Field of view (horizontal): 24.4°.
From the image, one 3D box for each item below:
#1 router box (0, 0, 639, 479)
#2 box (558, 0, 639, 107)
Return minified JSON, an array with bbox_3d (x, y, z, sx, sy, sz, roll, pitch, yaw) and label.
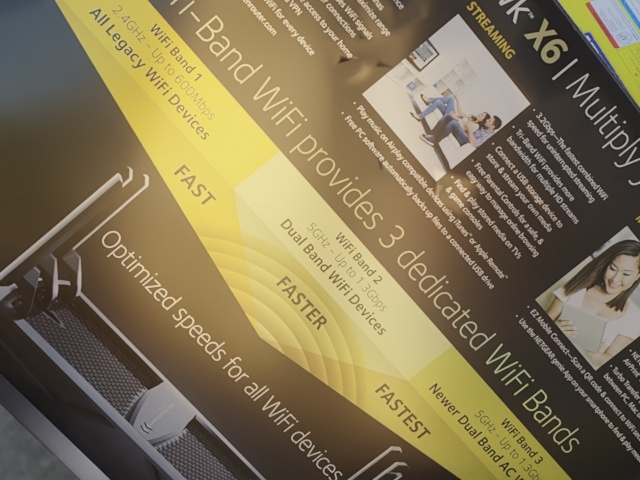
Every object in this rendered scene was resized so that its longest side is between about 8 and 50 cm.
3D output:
[{"bbox_3d":[0.000,0.000,0.553,0.309,0.243,0.081,49,9,-19],"label":"router box"},{"bbox_3d":[0.269,-0.108,1.375,0.177,0.279,0.290,-18,56,-10],"label":"box"}]
